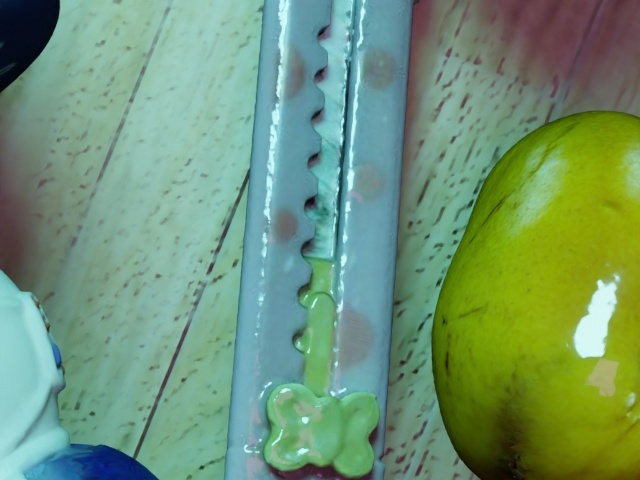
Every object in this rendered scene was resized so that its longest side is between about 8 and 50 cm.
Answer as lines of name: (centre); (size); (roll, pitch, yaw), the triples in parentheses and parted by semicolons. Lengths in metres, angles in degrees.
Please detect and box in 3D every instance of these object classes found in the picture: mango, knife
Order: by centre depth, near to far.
mango: (0.106, 0.018, 0.630); (0.112, 0.219, 0.145); (30, 119, -18)
knife: (0.000, 0.000, 0.647); (0.132, 0.038, 0.398); (10, 76, -21)

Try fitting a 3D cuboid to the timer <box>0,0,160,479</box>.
timer: (-0.165, 0.026, 0.536); (0.270, 0.270, 0.383); (-29, 91, -6)
